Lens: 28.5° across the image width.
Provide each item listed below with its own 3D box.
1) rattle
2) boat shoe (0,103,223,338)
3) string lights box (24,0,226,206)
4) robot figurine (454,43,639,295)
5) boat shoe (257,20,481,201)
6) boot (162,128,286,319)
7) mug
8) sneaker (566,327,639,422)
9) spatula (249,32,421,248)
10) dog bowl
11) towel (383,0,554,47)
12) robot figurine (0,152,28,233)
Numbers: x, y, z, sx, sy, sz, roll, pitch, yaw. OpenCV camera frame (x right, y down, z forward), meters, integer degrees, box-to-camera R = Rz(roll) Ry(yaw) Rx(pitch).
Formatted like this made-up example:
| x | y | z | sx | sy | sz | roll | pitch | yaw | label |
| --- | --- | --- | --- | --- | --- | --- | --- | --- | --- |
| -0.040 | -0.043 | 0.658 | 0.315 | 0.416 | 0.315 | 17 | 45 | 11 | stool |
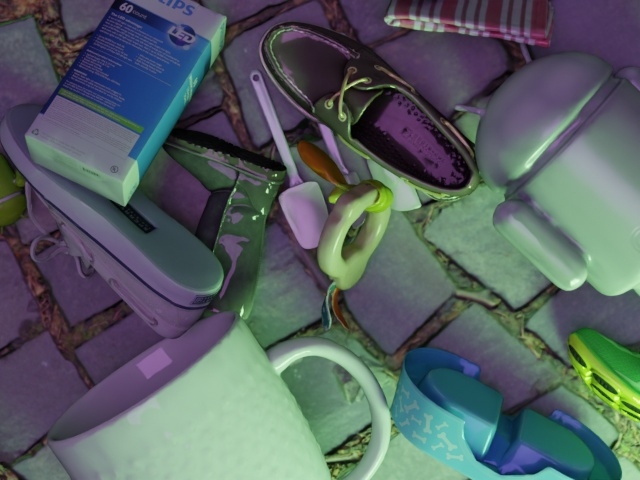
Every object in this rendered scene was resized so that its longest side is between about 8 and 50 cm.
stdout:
| x | y | z | sx | sy | sz | roll | pitch | yaw | label |
| --- | --- | --- | --- | --- | --- | --- | --- | --- | --- |
| 0.000 | 0.000 | 1.573 | 0.143 | 0.130 | 0.199 | 23 | 125 | 11 | rattle |
| -0.288 | -0.011 | 1.604 | 0.367 | 0.136 | 0.156 | 41 | 125 | 11 | boat shoe |
| -0.233 | -0.187 | 1.537 | 0.133 | 0.077 | 0.259 | 27 | 68 | 5 | string lights box |
| 0.324 | -0.078 | 1.465 | 0.353 | 0.200 | 0.300 | 43 | 61 | 1 | robot figurine |
| 0.061 | -0.161 | 1.536 | 0.324 | 0.097 | 0.116 | 39 | 94 | -1 | boat shoe |
| -0.147 | -0.022 | 1.615 | 0.190 | 0.076 | 0.208 | 24 | 110 | 16 | boot |
| -0.088 | 0.270 | 1.545 | 0.374 | 0.276 | 0.328 | -33 | 100 | -6 | mug |
| 0.440 | 0.175 | 1.539 | 0.295 | 0.109 | 0.123 | 25 | 77 | 7 | sneaker |
| 0.008 | -0.126 | 1.599 | 0.168 | 0.019 | 0.242 | -21 | 93 | 11 | spatula |
| 0.219 | 0.241 | 1.543 | 0.297 | 0.166 | 0.074 | 28 | 111 | 5 | dog bowl |
| 0.178 | -0.269 | 1.497 | 0.197 | 0.144 | 0.029 | 9 | 118 | 8 | towel |
| -0.428 | -0.068 | 1.647 | 0.101 | 0.067 | 0.115 | -29 | 92 | 17 | robot figurine |
